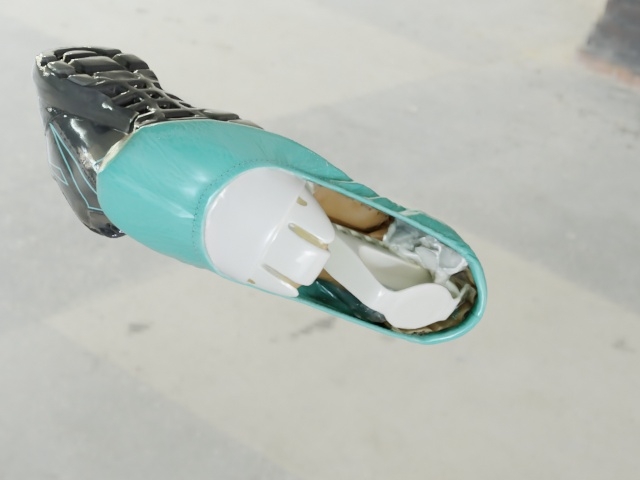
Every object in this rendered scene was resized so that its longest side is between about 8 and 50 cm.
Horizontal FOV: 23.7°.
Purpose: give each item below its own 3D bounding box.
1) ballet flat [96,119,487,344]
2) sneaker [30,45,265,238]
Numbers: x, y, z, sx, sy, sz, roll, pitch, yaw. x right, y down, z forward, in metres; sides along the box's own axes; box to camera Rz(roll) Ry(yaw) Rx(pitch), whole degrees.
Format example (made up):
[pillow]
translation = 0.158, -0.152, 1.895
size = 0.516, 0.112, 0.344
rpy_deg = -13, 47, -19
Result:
[ballet flat]
translation = 0.000, 0.000, 0.819
size = 0.247, 0.083, 0.087
rpy_deg = 19, 14, -37
[sneaker]
translation = -0.110, -0.046, 1.042
size = 0.101, 0.106, 0.267
rpy_deg = -8, 30, -35
